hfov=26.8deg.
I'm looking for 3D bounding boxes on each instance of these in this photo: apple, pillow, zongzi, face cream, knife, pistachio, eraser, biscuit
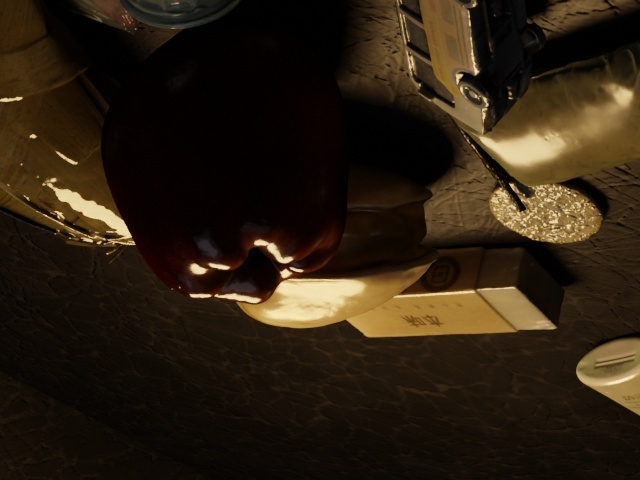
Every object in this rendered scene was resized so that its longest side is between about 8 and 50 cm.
[{"bbox_3d":[-0.105,-0.094,1.543,0.288,0.316,0.288,-12,157,-5],"label":"apple"},{"bbox_3d":[0.291,-0.137,1.494,0.302,0.075,0.185,-12,138,45],"label":"pillow"},{"bbox_3d":[-0.281,-0.150,1.628,0.500,0.218,0.467,30,156,-22],"label":"zongzi"},{"bbox_3d":[0.578,0.257,2.103,0.348,0.081,0.173,30,152,-26],"label":"face cream"},{"bbox_3d":[0.209,-0.097,1.648,0.021,0.045,0.222,-34,130,10],"label":"knife"},{"bbox_3d":[0.000,0.000,1.790,0.321,0.229,0.238,-6,-171,30],"label":"pistachio"},{"bbox_3d":[0.178,0.079,1.996,0.343,0.078,0.144,-5,148,38],"label":"eraser"},{"bbox_3d":[0.293,-0.041,1.748,0.152,0.020,0.152,13,150,8],"label":"biscuit"}]

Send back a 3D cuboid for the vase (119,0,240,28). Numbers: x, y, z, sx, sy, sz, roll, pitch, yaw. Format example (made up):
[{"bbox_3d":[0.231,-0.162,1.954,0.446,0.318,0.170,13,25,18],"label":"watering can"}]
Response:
[{"bbox_3d":[-0.151,-0.351,1.255,0.143,0.143,0.299,11,148,13],"label":"vase"}]

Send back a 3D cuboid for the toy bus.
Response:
[{"bbox_3d":[0.135,-0.243,1.318,0.138,0.097,0.342,34,162,25],"label":"toy bus"}]

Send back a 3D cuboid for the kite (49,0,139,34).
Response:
[{"bbox_3d":[-0.259,-0.347,1.474,0.204,0.022,0.360,26,154,-11],"label":"kite"}]
